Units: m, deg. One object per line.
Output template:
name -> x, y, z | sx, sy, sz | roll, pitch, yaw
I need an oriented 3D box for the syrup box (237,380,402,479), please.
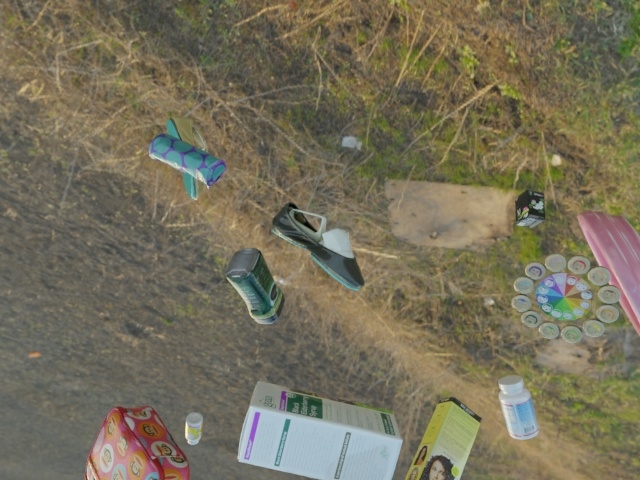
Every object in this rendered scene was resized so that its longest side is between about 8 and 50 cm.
syrup box -> -0.003, 0.306, 0.809 | 0.237, 0.096, 0.093 | 15, -173, -3

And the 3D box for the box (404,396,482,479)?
box -> 0.252, 0.449, 1.067 | 0.087, 0.232, 0.058 | 37, 147, -4

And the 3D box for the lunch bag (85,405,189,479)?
lunch bag -> -0.453, 0.574, 1.237 | 0.293, 0.258, 0.120 | 32, -171, 41

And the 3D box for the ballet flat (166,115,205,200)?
ballet flat -> -0.307, -0.206, 1.243 | 0.073, 0.232, 0.080 | -11, 161, -32

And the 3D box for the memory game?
memory game -> 0.452, 0.108, 0.950 | 0.186, 0.012, 0.186 | 10, 115, 23

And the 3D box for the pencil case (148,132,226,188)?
pencil case -> -0.276, -0.166, 1.062 | 0.152, 0.064, 0.070 | 27, 148, 9

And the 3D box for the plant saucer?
plant saucer -> 0.693, 0.072, 1.149 | 0.084, 0.332, 0.332 | -28, 132, 22

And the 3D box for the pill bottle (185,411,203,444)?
pill bottle -> -0.326, 0.487, 1.323 | 0.043, 0.043, 0.083 | 9, 120, -1

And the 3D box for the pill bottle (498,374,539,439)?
pill bottle -> 0.555, 0.468, 1.447 | 0.087, 0.087, 0.160 | -13, 96, 27

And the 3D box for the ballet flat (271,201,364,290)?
ballet flat -> 0.000, 0.000, 1.163 | 0.280, 0.096, 0.095 | 35, -163, 25

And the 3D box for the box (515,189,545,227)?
box -> 0.567, -0.086, 1.389 | 0.052, 0.083, 0.062 | 11, 159, -10

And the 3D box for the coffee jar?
coffee jar -> -0.148, 0.111, 1.198 | 0.079, 0.096, 0.184 | -3, 134, 22
